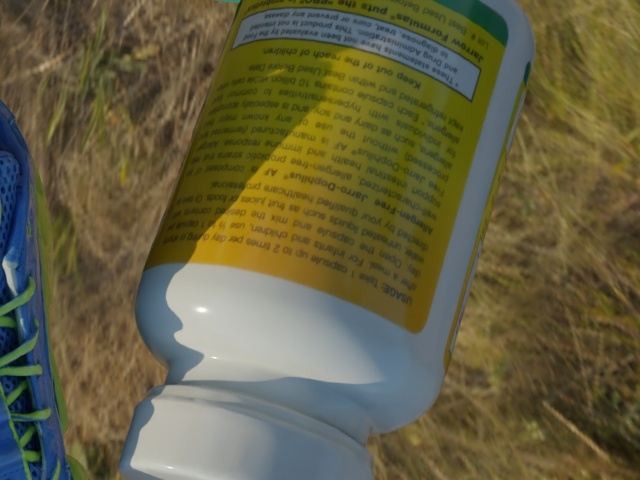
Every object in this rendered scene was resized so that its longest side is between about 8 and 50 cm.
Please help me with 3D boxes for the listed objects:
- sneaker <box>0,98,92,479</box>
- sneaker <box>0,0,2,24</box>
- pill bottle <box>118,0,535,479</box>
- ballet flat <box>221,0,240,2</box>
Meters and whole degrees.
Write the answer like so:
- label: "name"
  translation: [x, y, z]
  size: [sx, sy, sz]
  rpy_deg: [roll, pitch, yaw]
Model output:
- label: "sneaker"
  translation: [-0.131, 0.042, 0.529]
  size: [0.091, 0.240, 0.126]
  rpy_deg: [-9, 152, -8]
- label: "sneaker"
  translation: [-0.220, -0.041, 0.445]
  size: [0.283, 0.107, 0.124]
  rpy_deg: [-26, 135, -19]
- label: "pill bottle"
  translation: [0.000, 0.000, 0.575]
  size: [0.117, 0.117, 0.208]
  rpy_deg: [21, 71, -12]
- label: "ballet flat"
  translation: [-0.017, -0.164, 0.817]
  size: [0.221, 0.079, 0.077]
  rpy_deg: [13, 143, 23]
